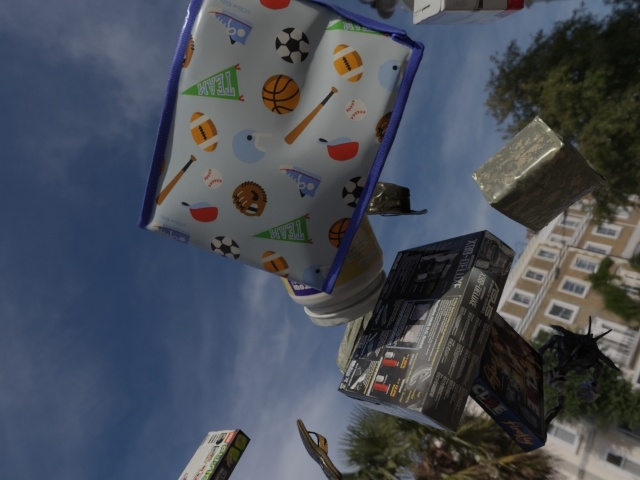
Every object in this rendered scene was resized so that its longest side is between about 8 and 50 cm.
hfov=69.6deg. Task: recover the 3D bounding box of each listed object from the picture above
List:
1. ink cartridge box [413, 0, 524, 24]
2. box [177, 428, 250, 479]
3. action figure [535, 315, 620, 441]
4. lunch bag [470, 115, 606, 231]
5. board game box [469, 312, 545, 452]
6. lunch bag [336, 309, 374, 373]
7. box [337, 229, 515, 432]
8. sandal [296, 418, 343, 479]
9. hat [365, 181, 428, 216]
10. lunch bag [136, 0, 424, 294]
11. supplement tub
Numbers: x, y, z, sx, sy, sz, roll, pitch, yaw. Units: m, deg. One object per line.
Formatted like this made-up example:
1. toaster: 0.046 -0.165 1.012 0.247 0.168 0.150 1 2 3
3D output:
1. ink cartridge box: 0.249 -0.413 0.787 0.151 0.109 0.063 -6 -76 -13
2. box: -0.225 0.453 0.856 0.036 0.114 0.207 51 -137 -16
3. action figure: 0.533 0.298 1.024 0.275 0.164 0.141 -48 -33 -2
4. lunch bag: 0.612 -0.163 1.275 0.287 0.168 0.235 25 -55 -31
5. board game box: 0.355 0.250 0.880 0.042 0.165 0.243 -44 2 33
6. lunch bag: 0.203 0.368 1.795 0.256 0.213 0.305 2 -69 -47
7. box: 0.173 0.143 0.785 0.077 0.242 0.307 34 -113 -17
8. sandal: 0.003 0.624 1.374 0.060 0.219 0.090 -29 -39 -28
9. hat: 0.238 -0.158 1.745 0.331 0.331 0.133 -10 -80 -47
10. lunch bag: -0.059 -0.167 0.711 0.239 0.328 0.385 -81 10 -65
11. supplement tub: 0.000 0.000 1.036 0.241 0.241 0.331 -37 -70 -35
